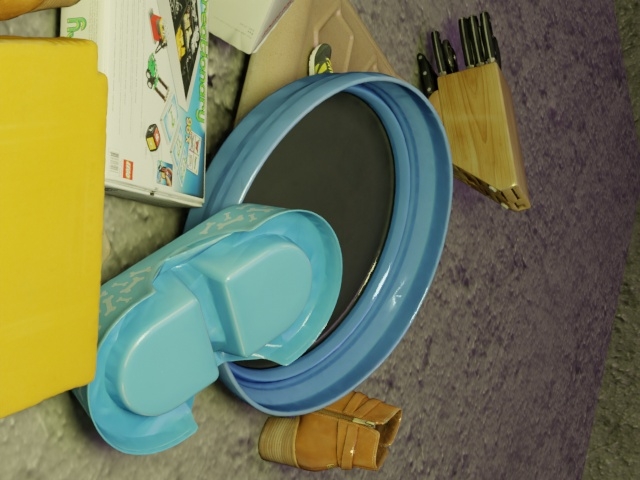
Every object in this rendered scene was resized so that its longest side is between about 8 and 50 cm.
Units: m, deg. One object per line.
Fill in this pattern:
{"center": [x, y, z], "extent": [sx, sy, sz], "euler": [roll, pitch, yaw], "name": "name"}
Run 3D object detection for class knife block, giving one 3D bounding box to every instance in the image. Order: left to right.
{"center": [0.253, -0.207, 1.920], "extent": [0.242, 0.275, 0.088], "euler": [-54, 148, -4], "name": "knife block"}

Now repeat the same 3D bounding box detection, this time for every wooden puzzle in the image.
{"center": [-0.003, -0.134, 1.556], "extent": [0.348, 0.080, 0.322], "euler": [42, 53, -52], "name": "wooden puzzle"}

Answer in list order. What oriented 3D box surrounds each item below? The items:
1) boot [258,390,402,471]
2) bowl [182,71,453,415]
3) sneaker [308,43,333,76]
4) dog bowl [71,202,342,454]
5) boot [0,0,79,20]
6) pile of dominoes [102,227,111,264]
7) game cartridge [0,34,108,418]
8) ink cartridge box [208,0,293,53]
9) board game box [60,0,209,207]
{"center": [0.026, 0.192, 1.525], "extent": [0.073, 0.152, 0.197], "euler": [62, 37, -47], "name": "boot"}
{"center": [0.000, 0.000, 1.408], "extent": [0.391, 0.077, 0.391], "euler": [-27, 128, -40], "name": "bowl"}
{"center": [0.006, -0.187, 1.454], "extent": [0.031, 0.035, 0.083], "euler": [43, 53, -53], "name": "sneaker"}
{"center": [-0.111, 0.071, 1.192], "extent": [0.297, 0.074, 0.166], "euler": [-34, 130, -28], "name": "dog bowl"}
{"center": [-0.242, -0.318, 0.981], "extent": [0.211, 0.104, 0.295], "euler": [-20, 115, -70], "name": "boot"}
{"center": [-0.264, -0.013, 1.062], "extent": [0.251, 0.040, 0.196], "euler": [-63, 145, -58], "name": "pile of dominoes"}
{"center": [-0.265, 0.000, 0.896], "extent": [0.323, 0.052, 0.285], "euler": [-17, 114, -63], "name": "game cartridge"}
{"center": [-0.050, -0.312, 1.326], "extent": [0.191, 0.082, 0.140], "euler": [-60, -179, 43], "name": "ink cartridge box"}
{"center": [-0.170, -0.191, 1.195], "extent": [0.193, 0.053, 0.305], "euler": [15, 75, -67], "name": "board game box"}
